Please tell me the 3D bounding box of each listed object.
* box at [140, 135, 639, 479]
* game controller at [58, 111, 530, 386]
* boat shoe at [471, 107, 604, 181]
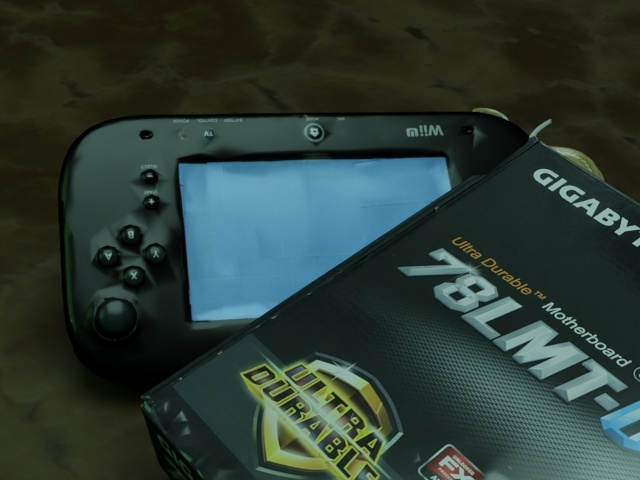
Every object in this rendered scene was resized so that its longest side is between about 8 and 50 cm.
[{"bbox_3d":[0.113,0.105,0.534,0.293,0.073,0.295,-33,54,-22],"label":"box"},{"bbox_3d":[0.000,0.000,0.676,0.319,0.167,0.067,-2,-7,-15],"label":"game controller"},{"bbox_3d":[0.088,-0.042,0.782,0.285,0.089,0.105,-7,38,-20],"label":"boat shoe"}]
